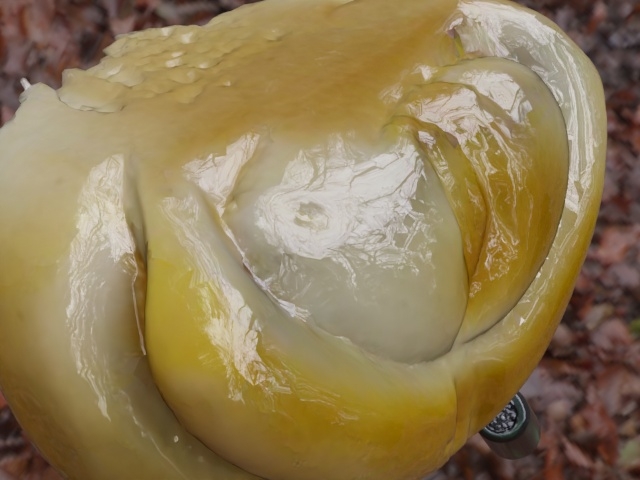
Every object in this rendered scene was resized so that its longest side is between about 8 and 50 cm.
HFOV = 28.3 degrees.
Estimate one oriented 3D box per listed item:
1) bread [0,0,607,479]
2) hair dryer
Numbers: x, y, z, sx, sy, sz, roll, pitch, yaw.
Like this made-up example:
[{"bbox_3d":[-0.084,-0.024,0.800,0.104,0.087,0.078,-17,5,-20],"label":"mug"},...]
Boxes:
[{"bbox_3d":[-0.001,-0.022,0.764,0.424,0.245,0.329,-37,93,-43],"label":"bread"},{"bbox_3d":[0.138,0.129,1.258,0.057,0.100,0.198,-41,63,-2],"label":"hair dryer"}]
